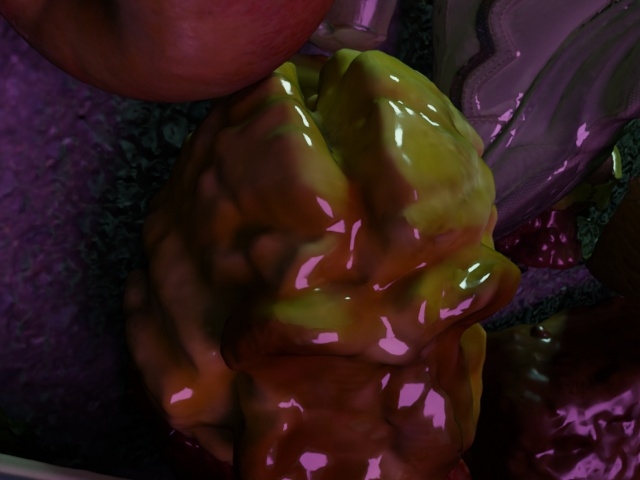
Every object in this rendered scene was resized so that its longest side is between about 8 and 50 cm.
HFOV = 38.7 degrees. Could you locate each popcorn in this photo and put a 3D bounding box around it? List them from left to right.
[{"bbox_3d":[0.000,0.000,0.566,0.265,0.225,0.332,100,-1,-54],"label":"popcorn"}]

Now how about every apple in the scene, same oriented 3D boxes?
[{"bbox_3d":[-0.084,-0.169,0.450,0.164,0.210,0.209,-53,138,-33],"label":"apple"}]

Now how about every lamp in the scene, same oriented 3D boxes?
[{"bbox_3d":[0.213,-0.095,0.800,0.118,0.118,0.253,-7,120,-38],"label":"lamp"}]

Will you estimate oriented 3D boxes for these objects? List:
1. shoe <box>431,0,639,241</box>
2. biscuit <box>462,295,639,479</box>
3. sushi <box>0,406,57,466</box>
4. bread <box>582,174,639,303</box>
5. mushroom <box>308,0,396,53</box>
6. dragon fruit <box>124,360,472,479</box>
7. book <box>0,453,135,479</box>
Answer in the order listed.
[{"bbox_3d":[0.140,-0.137,0.691,0.342,0.210,0.132,-44,164,32],"label":"shoe"},{"bbox_3d":[0.314,0.260,0.975,0.343,0.166,0.394,-13,114,-21],"label":"biscuit"},{"bbox_3d":[-0.293,0.233,0.486,0.294,0.178,0.352,40,82,-43],"label":"sushi"},{"bbox_3d":[0.325,-0.064,0.829,0.245,0.362,0.233,41,85,-17],"label":"bread"},{"bbox_3d":[0.069,-0.252,0.621,0.096,0.099,0.278,36,90,-31],"label":"mushroom"},{"bbox_3d":[-0.037,0.204,0.716,0.240,0.302,0.330,-34,120,19],"label":"dragon fruit"},{"bbox_3d":[-0.133,0.251,0.480,0.379,0.031,0.264,27,87,-40],"label":"book"}]
